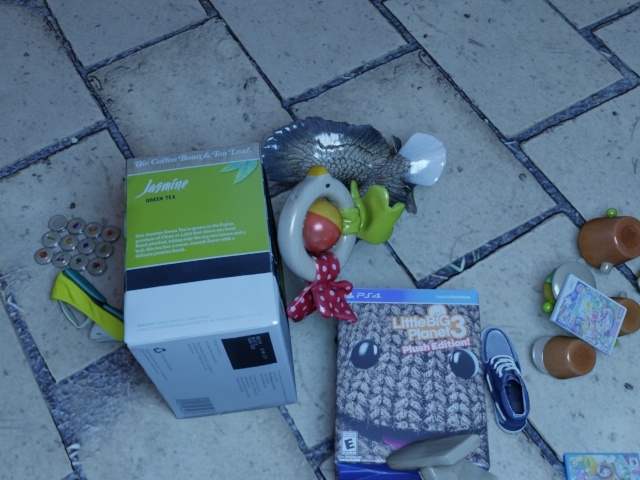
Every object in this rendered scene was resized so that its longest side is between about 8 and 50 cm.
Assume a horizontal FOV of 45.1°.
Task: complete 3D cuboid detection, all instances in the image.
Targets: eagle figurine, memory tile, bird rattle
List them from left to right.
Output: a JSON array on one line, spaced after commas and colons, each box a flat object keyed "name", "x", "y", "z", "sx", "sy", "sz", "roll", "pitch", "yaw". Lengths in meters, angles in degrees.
[{"name": "memory tile", "x": -0.468, "y": 0.008, "z": 1.485, "sx": 0.148, "sy": 0.012, "sz": 0.113, "roll": 11, "pitch": 60, "yaw": 9}, {"name": "bird rattle", "x": 0.000, "y": 0.000, "z": 1.202, "sx": 0.143, "sy": 0.207, "sz": 0.253, "roll": 19, "pitch": 68, "yaw": 46}, {"name": "eagle figurine", "x": 0.062, "y": -0.100, "z": 1.403, "sx": 0.298, "sy": 0.225, "sz": 0.226, "roll": -7, "pitch": 25, "yaw": -42}]

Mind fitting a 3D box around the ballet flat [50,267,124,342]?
[{"name": "ballet flat", "x": -0.398, "y": 0.136, "z": 1.381, "sx": 0.231, "sy": 0.077, "sz": 0.077, "roll": 32, "pitch": 87, "yaw": 23}]

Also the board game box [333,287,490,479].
[{"name": "board game box", "x": 0.141, "y": 0.236, "z": 1.247, "sx": 0.232, "sy": 0.141, "sz": 0.291, "roll": 0, "pitch": 60, "yaw": 3}]

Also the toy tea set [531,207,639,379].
[{"name": "toy tea set", "x": 0.474, "y": 0.096, "z": 1.354, "sx": 0.336, "sy": 0.124, "sz": 0.200, "roll": -35, "pitch": 93, "yaw": -20}]

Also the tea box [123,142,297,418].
[{"name": "tea box", "x": -0.170, "y": 0.074, "z": 1.249, "sx": 0.220, "sy": 0.329, "sz": 0.323, "roll": -7, "pitch": 58, "yaw": -1}]

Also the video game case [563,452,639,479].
[{"name": "video game case", "x": 0.450, "y": 0.415, "z": 1.200, "sx": 0.119, "sy": 0.015, "sz": 0.166, "roll": 0, "pitch": 60, "yaw": 2}]

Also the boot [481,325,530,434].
[{"name": "boot", "x": 0.310, "y": 0.218, "z": 1.281, "sx": 0.069, "sy": 0.086, "sz": 0.190, "roll": -8, "pitch": 60, "yaw": -2}]

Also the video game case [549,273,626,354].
[{"name": "video game case", "x": 0.440, "y": 0.121, "z": 1.265, "sx": 0.122, "sy": 0.011, "sz": 0.087, "roll": 30, "pitch": 73, "yaw": -12}]

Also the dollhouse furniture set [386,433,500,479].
[{"name": "dollhouse furniture set", "x": 0.079, "y": 0.508, "z": 0.990, "sx": 0.394, "sy": 0.256, "sz": 0.362, "roll": -23, "pitch": 86, "yaw": -39}]
